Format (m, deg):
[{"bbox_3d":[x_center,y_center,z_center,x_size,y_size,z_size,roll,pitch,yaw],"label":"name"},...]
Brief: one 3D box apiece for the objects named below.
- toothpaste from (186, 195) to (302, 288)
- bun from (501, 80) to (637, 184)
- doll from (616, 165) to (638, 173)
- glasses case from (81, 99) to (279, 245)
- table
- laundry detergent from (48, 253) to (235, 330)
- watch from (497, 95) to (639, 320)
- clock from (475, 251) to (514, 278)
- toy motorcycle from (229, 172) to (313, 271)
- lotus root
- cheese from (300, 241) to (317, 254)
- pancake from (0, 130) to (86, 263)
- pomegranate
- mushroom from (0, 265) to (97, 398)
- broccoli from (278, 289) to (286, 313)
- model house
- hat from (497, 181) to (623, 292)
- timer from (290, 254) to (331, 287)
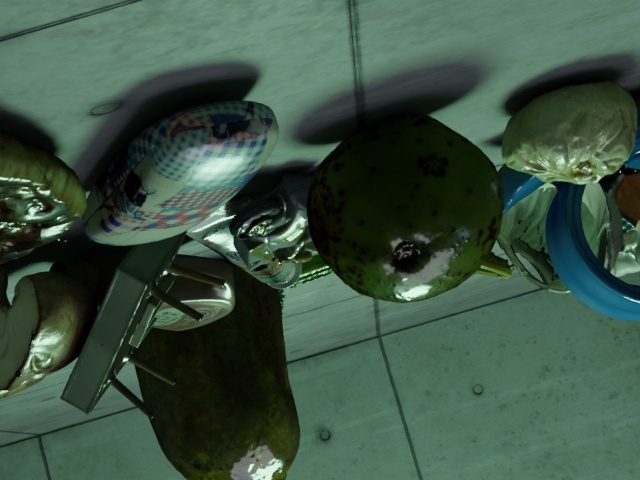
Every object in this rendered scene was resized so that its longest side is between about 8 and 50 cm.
[{"bbox_3d":[-0.093,0.002,1.827,0.100,0.066,0.323,-21,162,9],"label":"toothpaste"},{"bbox_3d":[0.292,-0.117,1.622,0.164,0.111,0.188,-14,174,5],"label":"bun"},{"bbox_3d":[0.507,-0.144,1.977,0.195,0.070,0.096,-12,139,-6],"label":"doll"},{"bbox_3d":[-0.140,-0.059,1.339,0.125,0.076,0.327,-13,171,-26],"label":"glasses case"},{"bbox_3d":[-0.204,0.105,1.654,0.240,0.111,0.121,-61,179,39],"label":"table"},{"bbox_3d":[-0.217,0.052,1.776,0.171,0.076,0.237,-21,155,35],"label":"laundry detergent"},{"bbox_3d":[0.380,-0.029,1.787,0.305,0.275,0.241,-21,171,-5],"label":"watch"},{"bbox_3d":[0.187,0.008,2.163,0.237,0.057,0.237,15,177,1],"label":"clock"},{"bbox_3d":[-0.035,-0.027,1.672,0.152,0.073,0.225,-32,165,-5],"label":"toy motorcycle"},{"bbox_3d":[-0.151,0.212,2.114,0.250,0.346,0.250,-16,178,0],"label":"lotus root"},{"bbox_3d":[0.000,0.000,2.023,0.097,0.037,0.192,-16,179,-10],"label":"cheese"},{"bbox_3d":[-0.367,-0.022,1.283,0.304,0.067,0.427,-8,171,-4],"label":"pancake"},{"bbox_3d":[0.088,-0.048,1.545,0.214,0.214,0.248,-17,-152,4],"label":"pomegranate"},{"bbox_3d":[-0.361,0.110,1.695,0.151,0.156,0.285,-6,168,-45],"label":"mushroom"},{"bbox_3d":[-0.133,0.128,2.418,0.118,0.122,0.204,3,178,-19],"label":"broccoli"},{"bbox_3d":[0.520,-0.012,2.372,0.300,0.190,0.271,-14,172,-9],"label":"model house"},{"bbox_3d":[0.361,-0.038,2.061,0.161,0.232,0.275,-50,163,-18],"label":"hat"},{"bbox_3d":[-0.006,0.036,2.151,0.128,0.047,0.140,-20,179,8],"label":"timer"}]
